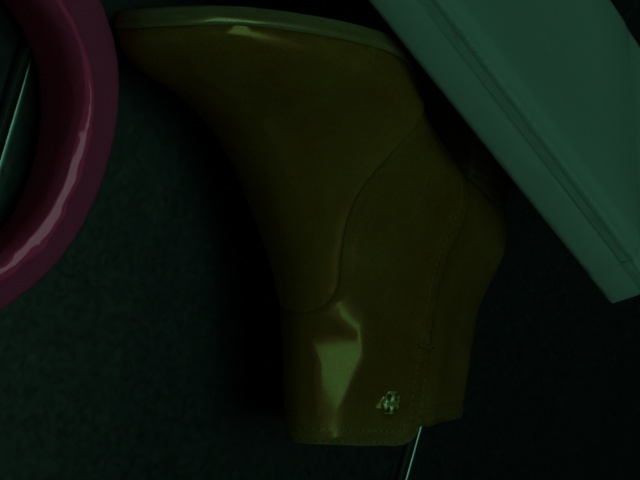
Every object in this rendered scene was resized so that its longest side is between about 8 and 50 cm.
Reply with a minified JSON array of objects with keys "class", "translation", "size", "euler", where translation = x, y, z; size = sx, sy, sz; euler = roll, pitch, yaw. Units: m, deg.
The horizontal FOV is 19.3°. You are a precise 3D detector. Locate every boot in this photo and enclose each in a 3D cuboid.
[{"class":"boot","translation":[0.000,0.000,0.975],"size":[0.295,0.104,0.211],"euler":[11,87,-48]}]

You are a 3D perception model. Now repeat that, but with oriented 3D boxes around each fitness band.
[{"class":"fitness band","translation":[-0.211,-0.057,0.812],"size":[0.291,0.054,0.209],"euler":[5,94,-44]}]

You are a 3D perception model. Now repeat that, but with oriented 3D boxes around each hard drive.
[{"class":"hard drive","translation":[0.097,-0.133,1.022],"size":[0.307,0.040,0.203],"euler":[48,33,-37]}]
